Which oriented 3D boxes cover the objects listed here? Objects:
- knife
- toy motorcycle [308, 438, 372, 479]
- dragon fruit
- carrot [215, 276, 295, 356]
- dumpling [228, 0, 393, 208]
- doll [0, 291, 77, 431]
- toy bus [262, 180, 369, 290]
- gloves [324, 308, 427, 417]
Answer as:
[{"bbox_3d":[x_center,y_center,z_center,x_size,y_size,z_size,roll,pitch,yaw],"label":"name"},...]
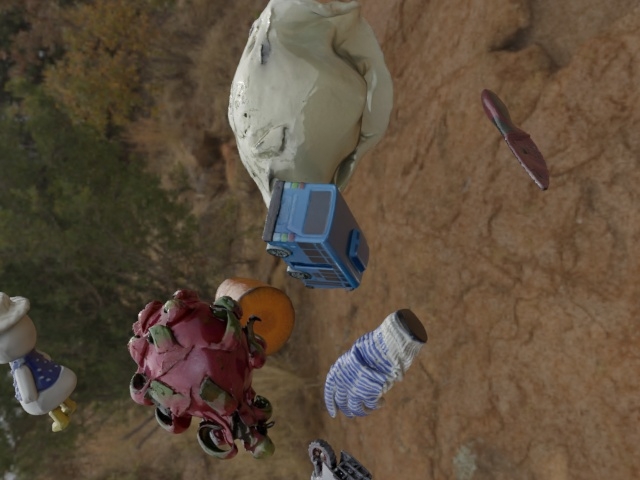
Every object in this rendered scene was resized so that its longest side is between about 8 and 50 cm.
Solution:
[{"bbox_3d":[0.213,-0.115,0.765,0.247,0.035,0.018,-95,21,-55],"label":"knife"},{"bbox_3d":[0.049,0.478,1.328,0.215,0.080,0.122,31,126,36],"label":"toy motorcycle"},{"bbox_3d":[-0.181,0.208,1.072,0.198,0.218,0.272,-20,82,52],"label":"dragon fruit"},{"bbox_3d":[-0.178,0.154,1.597,0.225,0.159,0.159,24,111,56],"label":"carrot"},{"bbox_3d":[-0.009,-0.198,1.029,0.187,0.243,0.318,29,126,53],"label":"dumpling"},{"bbox_3d":[-0.522,0.208,1.223,0.138,0.119,0.293,-104,-7,-63],"label":"doll"},{"bbox_3d":[0.000,0.000,0.930,0.184,0.106,0.090,54,-138,-61],"label":"toy bus"},{"bbox_3d":[0.074,0.196,1.063,0.229,0.097,0.119,-60,28,29],"label":"gloves"}]
